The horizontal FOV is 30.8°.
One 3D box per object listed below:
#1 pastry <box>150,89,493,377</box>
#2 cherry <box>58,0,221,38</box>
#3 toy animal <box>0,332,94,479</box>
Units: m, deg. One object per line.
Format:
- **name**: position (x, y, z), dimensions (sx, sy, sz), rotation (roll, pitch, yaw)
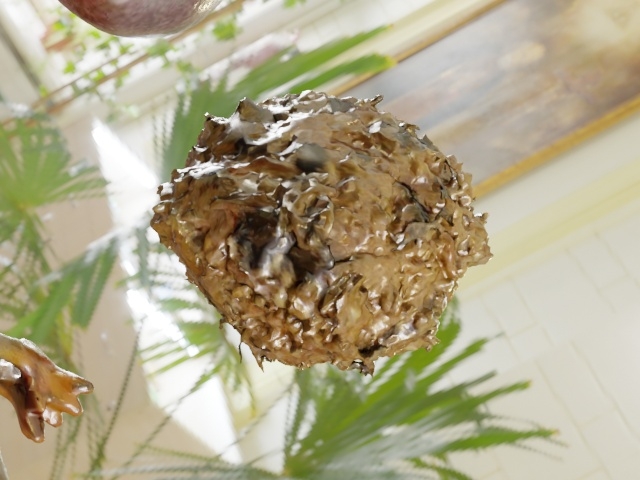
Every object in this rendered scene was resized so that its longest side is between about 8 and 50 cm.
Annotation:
- **pastry**: position (0.000, 0.000, 0.950), dimensions (0.275, 0.275, 0.193), rotation (-116, -158, -48)
- **cherry**: position (-0.152, -0.234, 0.935), dimensions (0.176, 0.140, 0.176), rotation (21, 47, -25)
- **toy animal**: position (-0.276, 0.051, 0.647), dimensions (0.302, 0.225, 0.284), rotation (19, 41, -51)
